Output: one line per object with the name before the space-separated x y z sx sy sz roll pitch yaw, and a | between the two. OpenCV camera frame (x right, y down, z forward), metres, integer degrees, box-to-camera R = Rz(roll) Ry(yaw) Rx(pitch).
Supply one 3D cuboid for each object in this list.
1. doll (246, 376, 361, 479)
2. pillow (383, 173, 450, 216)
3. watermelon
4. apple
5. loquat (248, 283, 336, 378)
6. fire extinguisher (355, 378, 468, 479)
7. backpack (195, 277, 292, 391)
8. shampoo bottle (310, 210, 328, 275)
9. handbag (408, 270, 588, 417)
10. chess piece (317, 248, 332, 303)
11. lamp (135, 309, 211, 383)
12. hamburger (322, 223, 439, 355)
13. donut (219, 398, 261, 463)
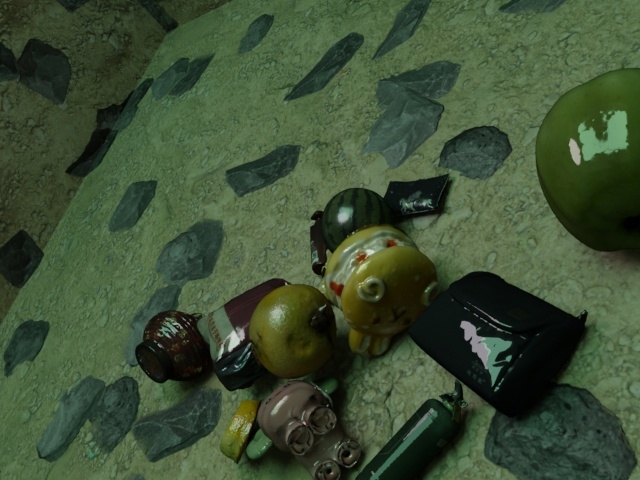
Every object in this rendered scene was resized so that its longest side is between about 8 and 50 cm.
doll | -0.047 0.449 1.676 0.284 0.216 0.268 -38 10 -14
pillow | 0.259 -0.123 1.961 0.208 0.055 0.141 -5 51 43
watermelon | 0.103 -0.043 1.915 0.212 0.212 0.212 -26 42 26
apple | 0.619 -0.161 1.410 0.357 0.357 0.357 -26 42 26
loquat | -0.061 0.223 1.729 0.244 0.244 0.243 -26 42 26
fire extinguisher | 0.205 0.429 1.475 0.311 0.114 0.095 -46 41 -1
backpack | -0.175 0.247 1.950 0.317 0.197 0.283 -32 38 -6
shampoo bottle | 0.000 0.002 2.100 0.068 0.067 0.236 -20 44 19
handbag | 0.370 0.182 1.475 0.275 0.178 0.302 -50 37 -3
chess piece | 0.026 0.093 1.970 0.060 0.060 0.171 -3 66 43
lamp | -0.436 0.321 2.120 0.247 0.247 0.247 -26 42 26
hamburger | 0.143 0.129 1.699 0.302 0.261 0.186 -55 38 21
donut | -0.208 0.485 1.787 0.178 0.066 0.162 69 -137 -87
